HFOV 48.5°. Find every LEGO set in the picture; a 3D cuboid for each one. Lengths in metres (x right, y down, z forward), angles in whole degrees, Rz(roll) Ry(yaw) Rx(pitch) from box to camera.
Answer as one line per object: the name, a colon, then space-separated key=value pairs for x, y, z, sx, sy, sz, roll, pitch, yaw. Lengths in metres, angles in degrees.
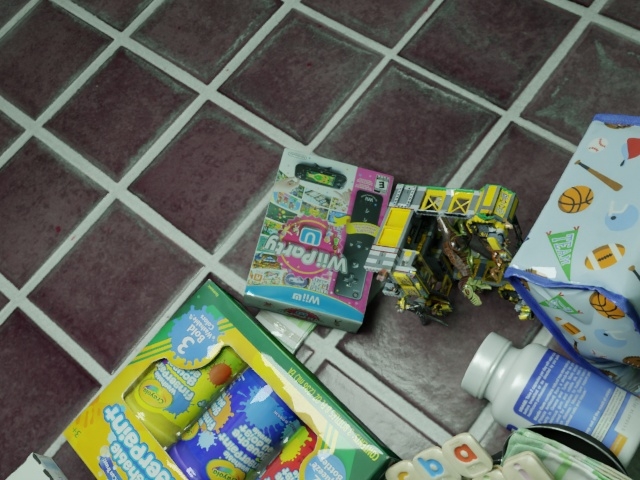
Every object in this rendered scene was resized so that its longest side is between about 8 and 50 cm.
LEGO set: x=0.221 y=0.060 z=1.169 sx=0.255 sy=0.331 sz=0.192 roll=13 pitch=65 yaw=26

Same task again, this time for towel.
towel: x=-0.092 y=0.184 z=1.361 sx=0.113 sy=0.023 sz=0.152 roll=32 pitch=76 yaw=22
towel: x=0.409 y=0.419 z=1.036 sx=0.325 sy=0.247 sz=0.038 roll=23 pitch=43 yaw=20

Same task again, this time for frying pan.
frying pan: x=0.338 y=0.373 z=1.114 sx=0.197 sy=0.326 sz=0.053 roll=49 pitch=50 yaw=-2

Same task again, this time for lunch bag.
lunch bag: x=0.515 y=0.049 z=1.101 sx=0.239 sy=0.385 sz=0.327 roll=19 pitch=68 yaw=49

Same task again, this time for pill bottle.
pill bottle: x=0.375 y=0.262 z=1.154 sx=0.272 sy=0.152 sz=0.152 roll=30 pitch=75 yaw=22

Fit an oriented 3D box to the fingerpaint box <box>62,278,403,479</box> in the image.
fingerpaint box: x=-0.153 y=0.352 z=1.206 sx=0.371 sy=0.163 sz=0.445 roll=-46 pitch=65 yaw=-4

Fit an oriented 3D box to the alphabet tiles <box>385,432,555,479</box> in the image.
alphabet tiles: x=0.241 y=0.418 z=1.072 sx=0.284 sy=0.021 sz=0.278 roll=-37 pitch=97 yaw=32

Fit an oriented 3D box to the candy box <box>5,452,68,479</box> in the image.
candy box: x=-0.510 y=0.513 z=1.277 sx=0.165 sy=0.070 sz=0.196 roll=-45 pitch=66 yaw=-9

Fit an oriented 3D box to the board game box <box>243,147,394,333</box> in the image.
board game box: x=0.000 y=0.000 z=1.349 sx=0.224 sy=0.097 sz=0.303 roll=14 pitch=70 yaw=-1
